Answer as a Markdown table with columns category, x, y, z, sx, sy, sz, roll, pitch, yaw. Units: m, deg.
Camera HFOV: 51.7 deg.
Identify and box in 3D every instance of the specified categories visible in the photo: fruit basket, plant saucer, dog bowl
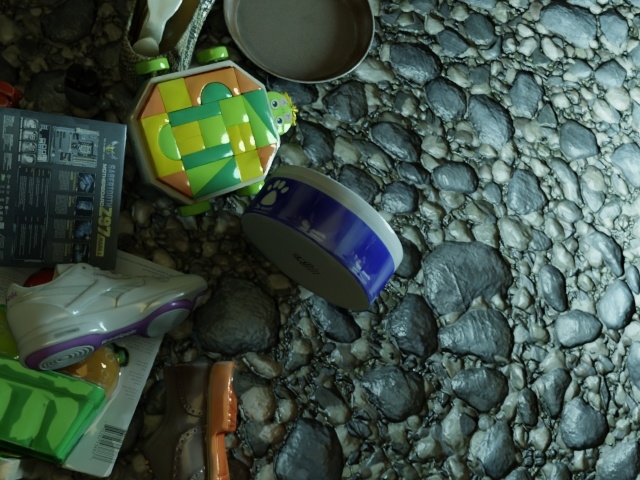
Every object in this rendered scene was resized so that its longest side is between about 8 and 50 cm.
| category | x | y | z | sx | sy | sz | roll | pitch | yaw |
| --- | --- | --- | --- | --- | --- | --- | --- | --- | --- |
| fruit basket | -0.424 | 0.156 | 1.040 | 0.327 | 0.165 | 0.353 | 19 | 55 | -8 |
| plant saucer | -0.044 | -0.450 | 1.347 | 0.310 | 0.050 | 0.311 | 4 | 73 | -12 |
| dog bowl | 0.000 | 0.000 | 1.106 | 0.265 | 0.265 | 0.104 | 36 | 71 | -1 |

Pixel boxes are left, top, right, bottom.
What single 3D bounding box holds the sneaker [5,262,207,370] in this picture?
| category | x | y | z | sx | sy | sz | roll | pitch | yaw |
| --- | --- | --- | --- | --- | --- | --- | --- | --- | --- |
| sneaker | -0.307 | 0.079 | 0.978 | 0.305 | 0.114 | 0.152 | -14 | 62 | -43 |

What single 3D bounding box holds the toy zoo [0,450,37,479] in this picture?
| category | x | y | z | sx | sy | sz | roll | pitch | yaw |
| --- | --- | --- | --- | --- | --- | --- | --- | --- | --- |
| toy zoo | -0.564 | 0.288 | 0.922 | 0.293 | 0.192 | 0.030 | 15 | 70 | -8 |

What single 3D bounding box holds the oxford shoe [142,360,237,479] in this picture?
| category | x | y | z | sx | sy | sz | roll | pitch | yaw |
| --- | --- | --- | --- | --- | --- | --- | --- | --- | --- |
| oxford shoe | -0.210 | 0.371 | 1.033 | 0.132 | 0.130 | 0.364 | 2 | 65 | 1 |

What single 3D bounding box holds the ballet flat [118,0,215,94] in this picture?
| category | x | y | z | sx | sy | sz | roll | pitch | yaw |
| --- | --- | --- | --- | --- | --- | --- | --- | --- | --- |
| ballet flat | -0.264 | -0.498 | 1.236 | 0.164 | 0.182 | 0.483 | 14 | 71 | -8 |

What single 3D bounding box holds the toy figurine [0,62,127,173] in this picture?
| category | x | y | z | sx | sy | sz | roll | pitch | yaw |
| --- | --- | --- | --- | --- | --- | --- | --- | --- | --- |
| toy figurine | -0.443 | -0.172 | 1.122 | 0.209 | 0.148 | 0.213 | -25 | 79 | -25 |

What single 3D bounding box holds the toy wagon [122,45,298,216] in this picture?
| category | x | y | z | sx | sy | sz | roll | pitch | yaw |
| --- | --- | --- | --- | --- | --- | --- | --- | --- | --- |
| toy wagon | -0.171 | -0.205 | 1.174 | 0.344 | 0.068 | 0.267 | -23 | 105 | -33 |

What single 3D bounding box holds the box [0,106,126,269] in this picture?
| category | x | y | z | sx | sy | sz | roll | pitch | yaw |
| --- | --- | --- | --- | --- | --- | --- | --- | --- | --- |
| box | -0.399 | -0.073 | 1.001 | 0.183 | 0.059 | 0.233 | 3 | 94 | -30 |
